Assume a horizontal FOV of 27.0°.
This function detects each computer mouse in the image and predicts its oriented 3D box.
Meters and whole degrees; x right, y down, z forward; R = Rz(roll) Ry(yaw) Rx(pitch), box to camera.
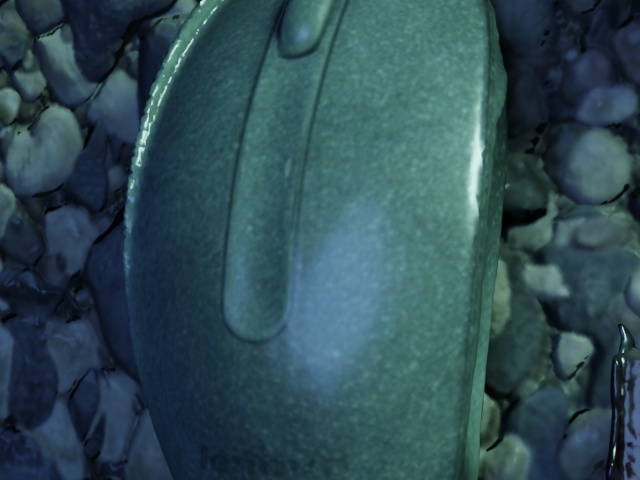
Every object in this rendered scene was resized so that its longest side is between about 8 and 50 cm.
[{"bbox_3d":[0.000,-0.001,0.683,0.203,0.114,0.374,-6,78,30],"label":"computer mouse"}]

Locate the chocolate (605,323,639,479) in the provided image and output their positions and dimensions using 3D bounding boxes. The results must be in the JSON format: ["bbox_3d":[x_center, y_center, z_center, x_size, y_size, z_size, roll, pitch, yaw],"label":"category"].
[{"bbox_3d":[0.182,0.197,0.553,0.111,0.112,0.321,-2,80,21],"label":"chocolate"}]
